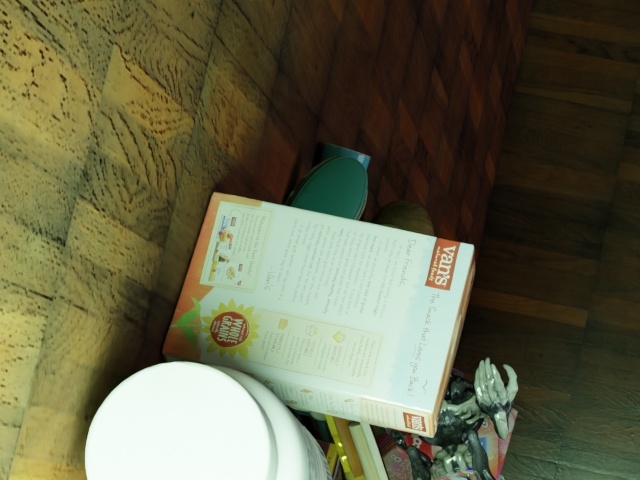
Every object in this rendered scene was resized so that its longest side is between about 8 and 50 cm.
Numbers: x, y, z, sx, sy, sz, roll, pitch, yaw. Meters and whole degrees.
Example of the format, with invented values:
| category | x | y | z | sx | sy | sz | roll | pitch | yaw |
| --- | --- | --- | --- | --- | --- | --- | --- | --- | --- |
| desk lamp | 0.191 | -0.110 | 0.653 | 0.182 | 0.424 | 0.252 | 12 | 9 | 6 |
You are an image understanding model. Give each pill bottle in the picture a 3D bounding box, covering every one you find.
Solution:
| category | x | y | z | sx | sy | sz | roll | pitch | yaw |
| --- | --- | --- | --- | --- | --- | --- | --- | --- | --- |
| pill bottle | -0.084 | 0.184 | 1.465 | 0.283 | 0.160 | 0.160 | 63 | 40 | -73 |

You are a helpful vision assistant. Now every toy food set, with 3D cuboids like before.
| category | x | y | z | sx | sy | sz | roll | pitch | yaw |
| --- | --- | --- | --- | --- | --- | --- | --- | --- | --- |
| toy food set | 0.019 | 0.234 | 1.940 | 0.220 | 0.092 | 0.306 | -107 | 179 | -70 |

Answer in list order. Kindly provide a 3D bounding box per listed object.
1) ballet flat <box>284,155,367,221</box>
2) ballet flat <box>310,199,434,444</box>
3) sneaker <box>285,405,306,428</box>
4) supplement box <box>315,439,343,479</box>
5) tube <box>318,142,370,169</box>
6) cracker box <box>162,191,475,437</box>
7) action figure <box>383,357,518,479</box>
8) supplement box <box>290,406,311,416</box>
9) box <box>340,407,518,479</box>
| category | x | y | z | sx | sy | sz | roll | pitch | yaw |
| --- | --- | --- | --- | --- | --- | --- | --- | --- | --- |
| ballet flat | -0.017 | 0.012 | 1.916 | 0.079 | 0.077 | 0.221 | 120 | -6 | -59 |
| ballet flat | 0.054 | 0.087 | 2.312 | 0.124 | 0.116 | 0.342 | 48 | 57 | -56 |
| sneaker | -0.085 | 0.213 | 1.735 | 0.108 | 0.100 | 0.271 | -43 | -164 | 26 |
| supplement box | -0.025 | 0.305 | 2.137 | 0.188 | 0.080 | 0.104 | 83 | 22 | -58 |
| tube | 0.000 | 0.000 | 2.041 | 0.080 | 0.052 | 0.207 | 17 | 90 | -75 |
| cracker box | 0.001 | 0.061 | 1.586 | 0.067 | 0.232 | 0.156 | 80 | 25 | -63 |
| action figure | 0.132 | 0.184 | 1.966 | 0.276 | 0.164 | 0.141 | -97 | 175 | -60 |
| supplement box | -0.007 | 0.140 | 2.118 | 0.083 | 0.056 | 0.083 | 91 | 15 | -44 |
| box | 0.102 | 0.305 | 2.358 | 0.300 | 0.142 | 0.154 | -52 | -168 | 47 |
